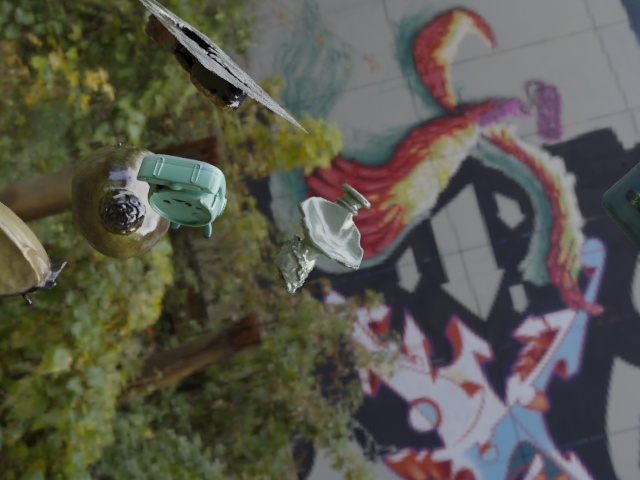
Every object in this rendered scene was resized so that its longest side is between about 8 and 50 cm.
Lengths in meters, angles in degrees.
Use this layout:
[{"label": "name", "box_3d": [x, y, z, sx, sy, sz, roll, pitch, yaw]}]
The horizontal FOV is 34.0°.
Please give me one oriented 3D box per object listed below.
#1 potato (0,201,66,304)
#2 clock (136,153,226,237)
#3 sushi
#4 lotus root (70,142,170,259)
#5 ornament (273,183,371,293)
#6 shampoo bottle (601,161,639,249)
[{"label": "potato", "box_3d": [-0.273, -0.006, 0.628, 0.138, 0.243, 0.098, -90, 164, -65]}, {"label": "clock", "box_3d": [-0.164, -0.052, 1.279, 0.135, 0.101, 0.041, 84, 18, -61]}, {"label": "sushi", "box_3d": [-0.106, -0.152, 0.908, 0.139, 0.031, 0.201, 29, 14, -47]}, {"label": "lotus root", "box_3d": [-0.300, -0.063, 1.591, 0.309, 0.173, 0.173, -88, 165, -79]}, {"label": "ornament", "box_3d": [0.002, -0.003, 0.834, 0.041, 0.092, 0.068, -149, -143, -72]}, {"label": "shampoo bottle", "box_3d": [0.348, -0.085, 0.823, 0.104, 0.258, 0.061, 52, 23, 22]}]
